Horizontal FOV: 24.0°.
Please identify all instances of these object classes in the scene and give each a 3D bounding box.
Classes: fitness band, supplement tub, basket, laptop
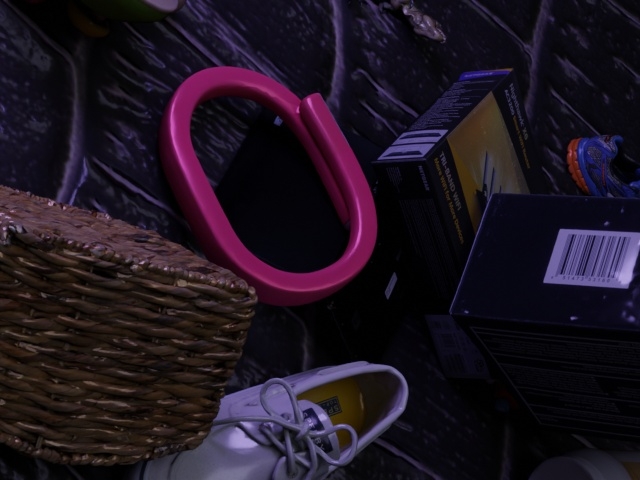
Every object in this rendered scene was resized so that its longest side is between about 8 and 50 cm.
[{"bbox_3d":[-0.059,-0.064,1.658,0.209,0.054,0.291,-19,73,-30],"label":"fitness band"},{"bbox_3d":[0.364,0.335,1.897,0.199,0.144,0.144,9,67,-42],"label":"supplement tub"},{"bbox_3d":[-0.253,0.081,1.435,0.299,0.223,0.213,16,96,-40],"label":"basket"},{"bbox_3d":[0.000,0.000,1.772,0.234,0.136,0.264,-63,144,-38],"label":"laptop"}]

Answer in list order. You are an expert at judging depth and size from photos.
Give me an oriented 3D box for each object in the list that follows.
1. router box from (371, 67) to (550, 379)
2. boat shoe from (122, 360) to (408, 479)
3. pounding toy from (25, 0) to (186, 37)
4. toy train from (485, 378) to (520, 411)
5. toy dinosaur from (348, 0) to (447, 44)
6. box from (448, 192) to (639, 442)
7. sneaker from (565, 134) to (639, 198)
[{"bbox_3d":[0.196,-0.022,1.861,0.243,0.081,0.309,-46,125,-44],"label":"router box"},{"bbox_3d":[-0.032,0.207,1.552,0.367,0.156,0.136,-16,85,-47],"label":"boat shoe"},{"bbox_3d":[-0.247,-0.280,1.601,0.183,0.110,0.237,48,16,-5],"label":"pounding toy"},{"bbox_3d":[0.279,0.160,1.955,0.125,0.046,0.166,39,51,-27],"label":"toy train"},{"bbox_3d":[0.074,-0.365,1.962,0.118,0.064,0.268,-19,85,-53],"label":"toy dinosaur"},{"bbox_3d":[0.353,0.097,1.754,0.294,0.296,0.183,53,51,-46],"label":"box"},{"bbox_3d":[0.444,-0.062,2.177,0.221,0.087,0.083,49,47,-18],"label":"sneaker"}]
